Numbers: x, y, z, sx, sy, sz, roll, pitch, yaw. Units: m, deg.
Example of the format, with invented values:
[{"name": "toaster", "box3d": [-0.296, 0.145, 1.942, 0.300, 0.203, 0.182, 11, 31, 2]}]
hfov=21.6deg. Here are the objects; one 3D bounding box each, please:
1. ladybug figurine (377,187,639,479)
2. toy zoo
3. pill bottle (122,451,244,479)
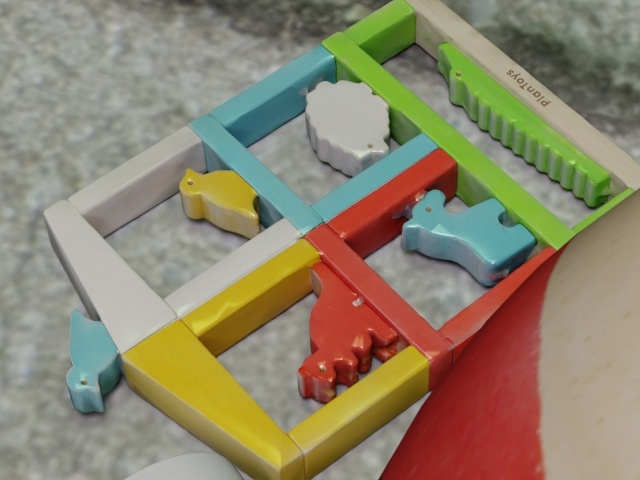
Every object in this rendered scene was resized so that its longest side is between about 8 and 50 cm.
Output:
[{"name": "ladybug figurine", "box3d": [0.134, 0.130, 0.498, 0.162, 0.449, 0.305, -17, 72, 26]}, {"name": "toy zoo", "box3d": [0.000, 0.000, 0.829, 0.293, 0.030, 0.192, -34, 59, -21]}, {"name": "pill bottle", "box3d": [-0.024, 0.174, 0.649, 0.108, 0.108, 0.180, -26, 57, -17]}]
